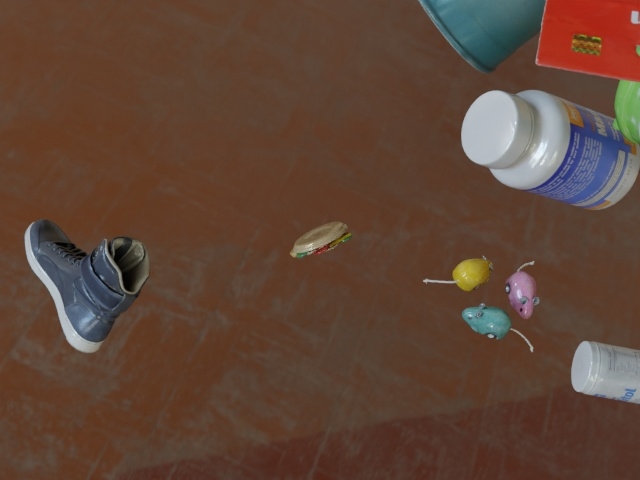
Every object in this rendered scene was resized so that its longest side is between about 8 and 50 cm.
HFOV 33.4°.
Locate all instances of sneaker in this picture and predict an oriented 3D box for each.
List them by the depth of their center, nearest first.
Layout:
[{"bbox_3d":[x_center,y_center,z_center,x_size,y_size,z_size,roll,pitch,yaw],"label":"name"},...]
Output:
[{"bbox_3d":[-0.329,0.021,1.510,0.086,0.163,0.226,0,48,-50],"label":"sneaker"}]

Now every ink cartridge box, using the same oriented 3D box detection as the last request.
[{"bbox_3d":[0.357,-0.254,1.034,0.275,0.060,0.239,11,58,5],"label":"ink cartridge box"}]

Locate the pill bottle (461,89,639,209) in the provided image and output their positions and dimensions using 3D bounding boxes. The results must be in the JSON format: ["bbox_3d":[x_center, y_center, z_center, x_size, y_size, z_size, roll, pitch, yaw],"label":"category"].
[{"bbox_3d":[0.349,-0.143,1.628,0.272,0.152,0.152,13,42,-38],"label":"pill bottle"}]

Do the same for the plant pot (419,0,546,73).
[{"bbox_3d":[0.284,-0.431,1.581,0.271,0.255,0.272,43,28,-30],"label":"plant pot"}]

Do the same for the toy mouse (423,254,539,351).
[{"bbox_3d":[0.234,0.077,1.356,0.161,0.031,0.143,-20,67,-28],"label":"toy mouse"}]

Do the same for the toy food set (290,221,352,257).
[{"bbox_3d":[0.000,0.000,1.429,0.083,0.082,0.020,-29,105,-16],"label":"toy food set"}]

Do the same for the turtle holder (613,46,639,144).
[{"bbox_3d":[0.563,-0.220,1.436,0.320,0.243,0.227,-24,47,-25],"label":"turtle holder"}]

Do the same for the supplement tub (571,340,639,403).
[{"bbox_3d":[0.390,0.173,1.390,0.107,0.071,0.071,10,45,-6],"label":"supplement tub"}]
